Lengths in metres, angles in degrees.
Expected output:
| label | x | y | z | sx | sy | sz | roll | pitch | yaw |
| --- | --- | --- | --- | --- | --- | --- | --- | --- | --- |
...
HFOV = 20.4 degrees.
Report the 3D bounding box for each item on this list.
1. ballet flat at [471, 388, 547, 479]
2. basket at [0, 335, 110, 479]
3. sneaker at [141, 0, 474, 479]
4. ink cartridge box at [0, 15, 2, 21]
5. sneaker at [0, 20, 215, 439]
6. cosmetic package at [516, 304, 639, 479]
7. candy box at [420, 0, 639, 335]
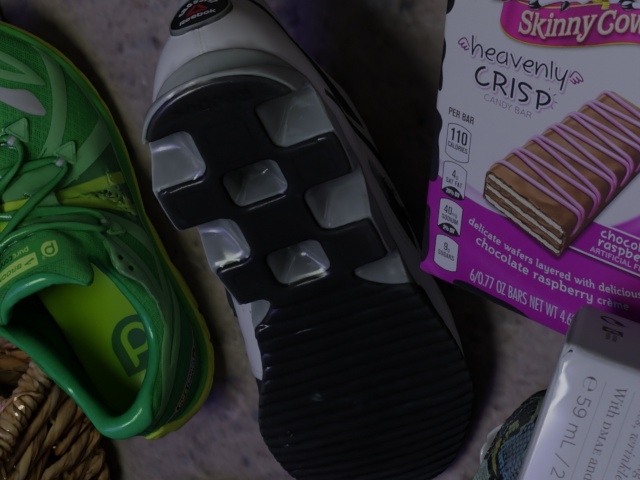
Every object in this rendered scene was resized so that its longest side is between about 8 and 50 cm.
| label | x | y | z | sx | sy | sz | roll | pitch | yaw |
| --- | --- | --- | --- | --- | --- | --- | --- | --- | --- |
| ballet flat | 0.096 | 0.149 | 0.981 | 0.070 | 0.070 | 0.188 | 47 | 131 | 15 |
| basket | -0.312 | 0.158 | 1.250 | 0.299 | 0.213 | 0.223 | 10 | 118 | 40 |
| sneaker | 0.000 | 0.000 | 0.962 | 0.122 | 0.146 | 0.330 | -14 | 129 | 6 |
| ink cartridge box | -0.259 | -0.144 | 1.163 | 0.099 | 0.056 | 0.135 | 1 | 111 | 42 |
| sneaker | -0.160 | -0.010 | 1.074 | 0.109 | 0.123 | 0.295 | -32 | 93 | 13 |
| cosmetic package | 0.201 | 0.124 | 0.767 | 0.231 | 0.085 | 0.117 | 18 | 105 | 9 |
| candy box | 0.136 | -0.068 | 0.819 | 0.159 | 0.071 | 0.233 | 25 | 125 | 33 |
